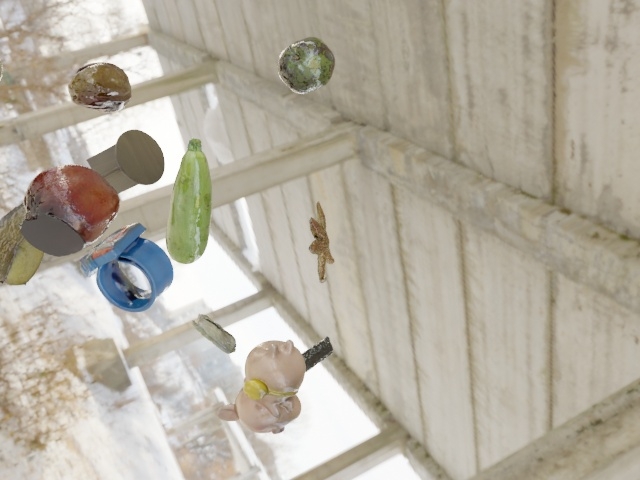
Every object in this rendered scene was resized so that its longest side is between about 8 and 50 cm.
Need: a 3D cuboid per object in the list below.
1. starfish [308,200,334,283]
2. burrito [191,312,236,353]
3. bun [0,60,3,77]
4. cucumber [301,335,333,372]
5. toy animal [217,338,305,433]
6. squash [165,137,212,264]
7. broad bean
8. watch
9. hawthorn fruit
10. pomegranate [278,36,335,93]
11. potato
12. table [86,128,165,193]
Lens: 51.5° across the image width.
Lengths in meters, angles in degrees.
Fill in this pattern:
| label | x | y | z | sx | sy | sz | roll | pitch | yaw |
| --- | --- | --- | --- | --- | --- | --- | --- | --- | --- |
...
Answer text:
| label | x | y | z | sx | sy | sz | roll | pitch | yaw |
| --- | --- | --- | --- | --- | --- | --- | --- | --- | --- |
| starfish | 0.001 | 0.000 | 1.918 | 0.227 | 0.043 | 0.241 | 53 | 32 | -71 |
| burrito | -0.290 | 0.262 | 1.856 | 0.045 | 0.058 | 0.188 | 3 | -33 | 40 |
| bun | -0.948 | -0.413 | 1.579 | 0.326 | 0.362 | 0.235 | 8 | -88 | 31 |
| cucumber | -0.026 | 0.302 | 1.700 | 0.053 | 0.181 | 0.053 | 17 | -61 | 34 |
| toy animal | -0.111 | 0.317 | 1.438 | 0.149 | 0.165 | 0.248 | 59 | -43 | 43 |
| squash | -0.338 | -0.090 | 1.747 | 0.118 | 0.118 | 0.371 | 50 | -44 | 41 |
| broad bean | -0.619 | -0.429 | 1.860 | 0.228 | 0.156 | 0.122 | 9 | 65 | -79 |
| watch | -0.675 | 0.119 | 2.279 | 0.305 | 0.241 | 0.274 | -29 | -74 | 32 |
| hawthorn fruit | -0.527 | -0.074 | 1.455 | 0.189 | 0.251 | 0.190 | 12 | -64 | 27 |
| pomegranate | -0.035 | -0.427 | 1.595 | 0.125 | 0.138 | 0.163 | 49 | 20 | -29 |
| potato | -0.852 | 0.022 | 1.859 | 0.138 | 0.243 | 0.098 | 3 | -25 | 26 |
| table | -0.597 | -0.213 | 1.965 | 0.226 | 0.167 | 0.167 | -17 | -83 | 37 |
